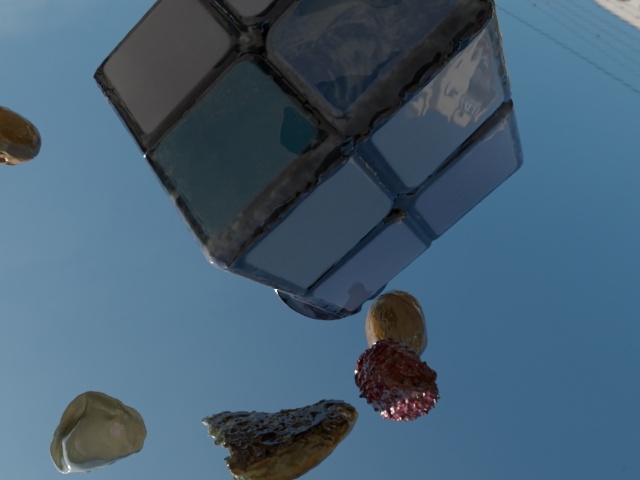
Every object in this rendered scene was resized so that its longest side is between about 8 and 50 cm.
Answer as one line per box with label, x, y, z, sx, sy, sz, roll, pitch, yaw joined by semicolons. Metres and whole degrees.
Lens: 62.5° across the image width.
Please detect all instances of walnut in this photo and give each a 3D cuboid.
walnut;0.199;0.230;1.388;0.167;0.207;0.167;-11;-163;4
walnut;-0.490;-0.170;0.840;0.052;0.121;0.091;-2;-102;17

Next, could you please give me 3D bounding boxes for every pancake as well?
pancake;-0.086;0.330;0.897;0.244;0.057;0.266;1;-172;31

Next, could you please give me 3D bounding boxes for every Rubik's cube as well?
Rubik's cube;0.003;-0.139;0.601;0.316;0.313;0.318;-42;-119;9

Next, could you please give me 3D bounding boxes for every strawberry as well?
strawberry;0.113;0.239;0.883;0.085;0.141;0.192;-1;-155;-24

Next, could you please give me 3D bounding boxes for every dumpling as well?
dumpling;-0.409;0.338;0.939;0.099;0.169;0.134;-8;-102;-60

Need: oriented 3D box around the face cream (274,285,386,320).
face cream;0.000;0.000;0.992;0.248;0.249;0.225;-7;-158;-16
